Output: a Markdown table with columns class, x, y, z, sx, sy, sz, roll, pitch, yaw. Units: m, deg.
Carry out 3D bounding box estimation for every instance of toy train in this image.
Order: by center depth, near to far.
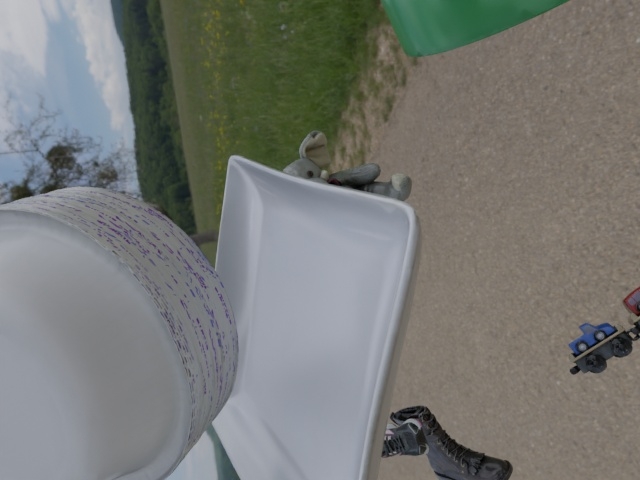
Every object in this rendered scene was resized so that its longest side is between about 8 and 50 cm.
| class | x | y | z | sx | sy | sz | roll | pitch | yaw |
| --- | --- | --- | --- | --- | --- | --- | --- | --- | --- |
| toy train | 0.254 | 0.050 | 0.363 | 0.036 | 0.158 | 0.027 | 56 | -165 | 27 |

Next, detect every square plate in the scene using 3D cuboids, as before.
| class | x | y | z | sx | sy | sz | roll | pitch | yaw |
| --- | --- | --- | --- | --- | --- | --- | --- | --- | --- |
| square plate | -0.033 | 0.105 | 0.476 | 0.344 | 0.049 | 0.348 | 27 | 112 | 56 |

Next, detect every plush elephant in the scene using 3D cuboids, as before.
| class | x | y | z | sx | sy | sz | roll | pitch | yaw |
| --- | --- | --- | --- | --- | --- | --- | --- | --- | --- |
| plush elephant | 0.011 | -0.103 | 1.138 | 0.329 | 0.255 | 0.272 | 26 | 88 | 44 |

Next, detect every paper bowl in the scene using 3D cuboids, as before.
| class | x | y | z | sx | sy | sz | roll | pitch | yaw |
| --- | --- | --- | --- | --- | --- | --- | --- | --- | --- |
| paper bowl | -0.230 | 0.104 | 0.426 | 0.148 | 0.283 | 0.285 | -47 | -44 | -64 |

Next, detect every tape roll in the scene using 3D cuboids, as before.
| class | x | y | z | sx | sy | sz | roll | pitch | yaw |
| --- | --- | --- | --- | --- | --- | --- | --- | --- | --- |
| tape roll | 0.221 | -0.315 | 0.508 | 0.077 | 0.321 | 0.321 | 57 | 177 | -25 |

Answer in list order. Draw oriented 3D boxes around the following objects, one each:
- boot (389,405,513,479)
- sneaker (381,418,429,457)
| class | x | y | z | sx | sy | sz | roll | pitch | yaw |
| --- | --- | --- | --- | --- | --- | --- | --- | --- | --- |
| boot | 0.313 | 0.510 | 1.188 | 0.229 | 0.091 | 0.262 | 53 | 139 | -7 |
| sneaker | 0.146 | 0.408 | 0.950 | 0.072 | 0.077 | 0.178 | 68 | 151 | 19 |
